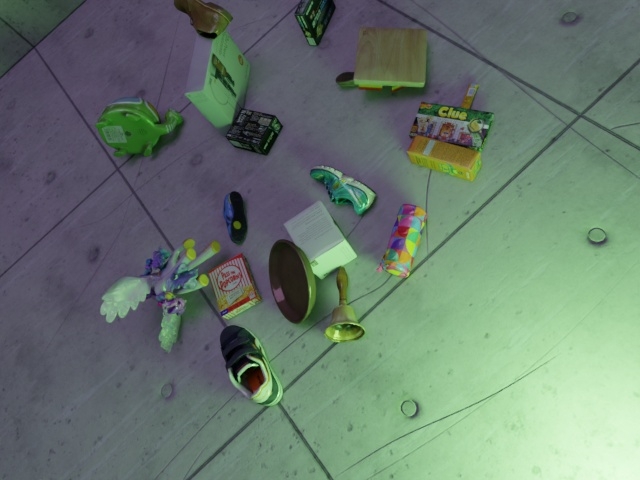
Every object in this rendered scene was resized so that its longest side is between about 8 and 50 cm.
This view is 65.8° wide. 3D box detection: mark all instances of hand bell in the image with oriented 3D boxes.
[{"bbox_3d":[0.070,0.188,1.579,0.126,0.126,0.241,-14,51,16],"label":"hand bell"}]

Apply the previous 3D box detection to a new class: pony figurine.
[{"bbox_3d":[-0.541,0.164,1.734,0.364,0.303,0.351,-31,30,25],"label":"pony figurine"}]

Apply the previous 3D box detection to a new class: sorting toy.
[{"bbox_3d":[0.262,-0.669,1.859,0.256,0.089,0.257,5,67,6],"label":"sorting toy"}]

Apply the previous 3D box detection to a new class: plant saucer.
[{"bbox_3d":[-0.091,0.130,1.599,0.041,0.277,0.277,-11,53,-31],"label":"plant saucer"}]

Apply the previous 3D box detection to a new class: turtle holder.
[{"bbox_3d":[-0.803,-0.528,2.166,0.320,0.243,0.227,-23,43,21],"label":"turtle holder"}]

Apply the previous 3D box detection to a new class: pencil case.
[{"bbox_3d":[0.262,0.002,1.576,0.105,0.104,0.236,15,72,27],"label":"pencil case"}]

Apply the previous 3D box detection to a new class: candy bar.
[{"bbox_3d":[0.519,-0.490,1.741,0.040,0.018,0.161,15,73,27],"label":"candy bar"}]

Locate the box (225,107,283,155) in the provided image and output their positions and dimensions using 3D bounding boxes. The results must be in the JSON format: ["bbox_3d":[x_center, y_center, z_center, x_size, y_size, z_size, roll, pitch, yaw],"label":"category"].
[{"bbox_3d":[-0.269,-0.441,2.001,0.180,0.077,0.147,18,75,27],"label":"box"}]

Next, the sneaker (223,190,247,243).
[{"bbox_3d":[-0.332,-0.081,1.880,0.082,0.069,0.209,-29,63,46],"label":"sneaker"}]

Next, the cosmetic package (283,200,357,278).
[{"bbox_3d":[0.000,0.000,1.649,0.151,0.151,0.183,-34,60,4],"label":"cosmetic package"}]

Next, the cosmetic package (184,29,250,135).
[{"bbox_3d":[-0.415,-0.671,2.046,0.098,0.284,0.377,-5,66,19],"label":"cosmetic package"}]

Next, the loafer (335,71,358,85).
[{"bbox_3d":[0.133,-0.631,1.942,0.148,0.050,0.056,-2,64,20],"label":"loafer"}]

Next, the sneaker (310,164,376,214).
[{"bbox_3d":[0.062,-0.184,1.742,0.275,0.107,0.110,32,91,30],"label":"sneaker"}]

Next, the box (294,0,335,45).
[{"bbox_3d":[-0.020,-0.969,2.086,0.051,0.175,0.220,14,72,26],"label":"box"}]

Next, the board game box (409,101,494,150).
[{"bbox_3d":[0.450,-0.398,1.712,0.260,0.030,0.136,17,81,27],"label":"board game box"}]

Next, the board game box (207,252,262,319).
[{"bbox_3d":[-0.307,0.163,1.760,0.147,0.045,0.193,-30,59,7],"label":"board game box"}]

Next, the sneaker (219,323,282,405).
[{"bbox_3d":[-0.243,0.383,1.590,0.126,0.127,0.321,-45,57,0],"label":"sneaker"}]

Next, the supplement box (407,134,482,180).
[{"bbox_3d":[0.413,-0.277,1.653,0.234,0.078,0.080,21,76,29],"label":"supplement box"}]

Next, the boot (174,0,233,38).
[{"bbox_3d":[-0.491,-0.889,1.955,0.305,0.112,0.115,31,91,27],"label":"boot"}]
